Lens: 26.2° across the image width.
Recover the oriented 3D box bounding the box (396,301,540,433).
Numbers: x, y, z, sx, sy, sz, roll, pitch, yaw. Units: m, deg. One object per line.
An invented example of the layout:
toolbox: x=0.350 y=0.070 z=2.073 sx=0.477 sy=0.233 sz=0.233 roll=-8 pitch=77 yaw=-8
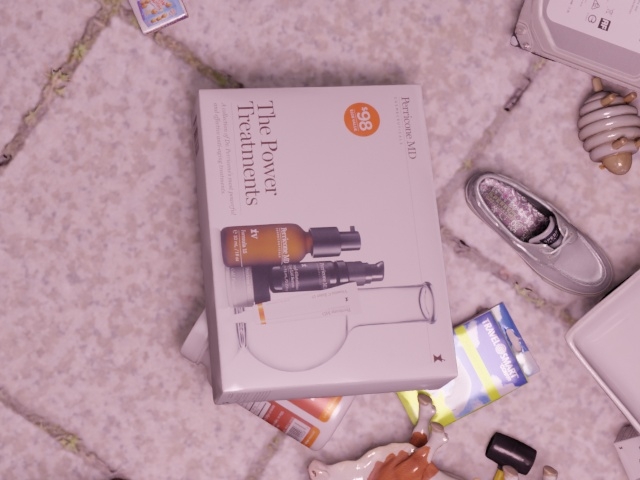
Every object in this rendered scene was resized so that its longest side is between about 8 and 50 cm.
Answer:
box: x=0.182 y=0.166 z=1.763 sx=0.178 sy=0.042 sz=0.109 roll=-28 pitch=89 yaw=1

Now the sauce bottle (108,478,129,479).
sauce bottle: x=-0.261 y=0.363 z=1.616 sx=0.111 sy=0.344 sz=0.111 roll=0 pitch=92 yaw=1

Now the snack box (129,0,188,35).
snack box: x=-0.236 y=-0.361 z=1.786 sx=0.064 sy=0.022 sz=0.178 roll=-24 pitch=89 yaw=0

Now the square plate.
square plate: x=0.497 y=0.163 z=1.680 sx=0.344 sy=0.049 sz=0.347 roll=-37 pitch=90 yaw=-30

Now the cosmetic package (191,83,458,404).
cosmetic package: x=0.000 y=0.000 z=1.673 sx=0.284 sy=0.097 sz=0.377 roll=-3 pitch=74 yaw=-13

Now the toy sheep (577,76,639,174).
toy sheep: x=0.368 y=-0.146 z=1.743 sx=0.091 sy=0.091 sz=0.132 roll=-8 pitch=78 yaw=1

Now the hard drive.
hard drive: x=0.427 y=-0.293 z=1.676 sx=0.339 sy=0.064 sz=0.237 roll=25 pitch=107 yaw=19

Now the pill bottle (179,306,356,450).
pill bottle: x=-0.062 y=0.160 z=1.727 sx=0.216 sy=0.121 sz=0.121 roll=32 pitch=90 yaw=1

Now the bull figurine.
bull figurine: x=0.141 y=0.315 z=1.707 sx=0.310 sy=0.101 sz=0.188 roll=28 pitch=110 yaw=4

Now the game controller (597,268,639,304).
game controller: x=0.494 y=0.173 z=1.757 sx=0.166 sy=0.067 sz=0.319 roll=-35 pitch=89 yaw=-14

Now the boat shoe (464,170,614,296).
boat shoe: x=0.278 y=-0.006 z=1.743 sx=0.227 sy=0.081 sz=0.079 roll=38 pitch=90 yaw=2

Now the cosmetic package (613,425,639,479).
cosmetic package: x=0.461 y=0.339 z=1.719 sx=0.099 sy=0.060 sz=0.239 roll=-22 pitch=95 yaw=30

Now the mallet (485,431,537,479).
mallet: x=0.224 y=0.344 z=1.765 sx=0.062 sy=0.039 sz=0.189 roll=17 pitch=93 yaw=4
